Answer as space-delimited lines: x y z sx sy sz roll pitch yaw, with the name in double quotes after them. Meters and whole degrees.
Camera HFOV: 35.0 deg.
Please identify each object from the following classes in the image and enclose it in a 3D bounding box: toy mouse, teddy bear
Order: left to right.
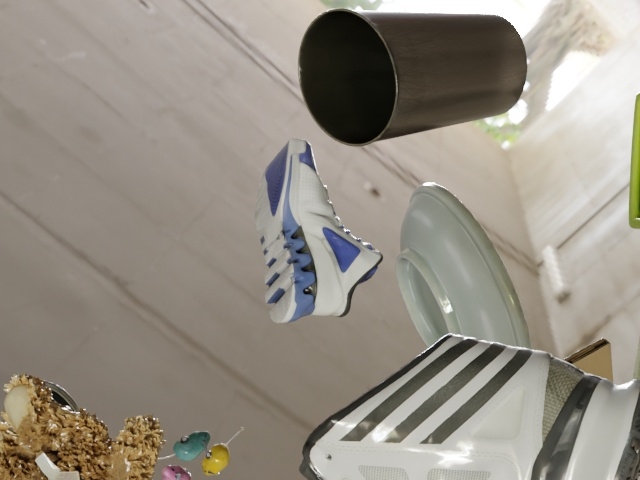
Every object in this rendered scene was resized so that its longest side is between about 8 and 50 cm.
-0.276 0.301 1.262 0.338 0.245 0.113 18 -163 16 "teddy bear"
-0.209 0.356 1.610 0.143 0.161 0.031 19 -159 -43 "toy mouse"

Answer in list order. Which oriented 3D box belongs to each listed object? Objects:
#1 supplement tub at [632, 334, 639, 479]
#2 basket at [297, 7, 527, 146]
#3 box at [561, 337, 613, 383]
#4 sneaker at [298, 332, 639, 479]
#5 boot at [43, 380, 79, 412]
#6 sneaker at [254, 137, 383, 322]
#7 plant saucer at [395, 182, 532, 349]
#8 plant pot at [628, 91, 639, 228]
0.524 0.160 1.292 0.235 0.325 0.235 6 -170 -1 "supplement tub"
0.120 -0.203 1.215 0.227 0.154 0.204 -10 -157 -32 "basket"
0.473 0.291 1.890 0.021 0.164 0.201 50 162 49 "box"
0.088 0.291 0.846 0.257 0.448 0.169 19 179 23 "sneaker"
-0.455 0.367 1.662 0.179 0.085 0.236 -73 -19 -53 "boot"
0.000 0.001 1.690 0.182 0.127 0.316 10 -120 -28 "sneaker"
0.221 0.101 1.755 0.400 0.100 0.400 157 90 -79 "plant saucer"
0.614 -0.125 1.527 0.207 0.227 0.228 4 177 -13 "plant pot"
